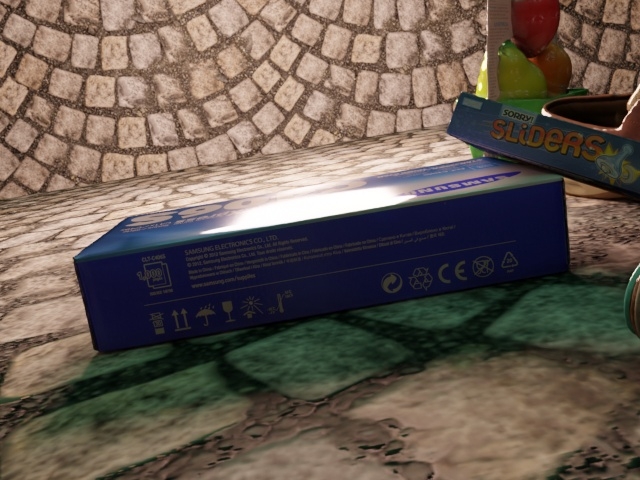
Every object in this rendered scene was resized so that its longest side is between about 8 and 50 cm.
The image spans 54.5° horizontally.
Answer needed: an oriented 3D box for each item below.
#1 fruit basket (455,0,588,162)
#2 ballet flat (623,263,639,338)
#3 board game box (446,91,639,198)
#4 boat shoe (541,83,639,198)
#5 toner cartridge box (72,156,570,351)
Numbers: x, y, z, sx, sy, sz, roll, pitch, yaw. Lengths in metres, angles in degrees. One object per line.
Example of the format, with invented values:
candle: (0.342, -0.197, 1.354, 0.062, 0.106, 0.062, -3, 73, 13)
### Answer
fruit basket: (0.333, -0.313, 1.045, 0.166, 0.352, 0.327, 2, 17, 38)
ballet flat: (0.242, 0.008, 0.307, 0.213, 0.072, 0.068, -15, 18, -29)
board game box: (0.213, -0.063, 0.490, 0.201, 0.035, 0.136, 23, 11, 22)
boat shoe: (0.338, -0.111, 0.587, 0.123, 0.123, 0.342, -31, 15, -12)
toner cartridge box: (0.000, 0.000, 0.513, 0.348, 0.075, 0.165, -10, 14, -2)
